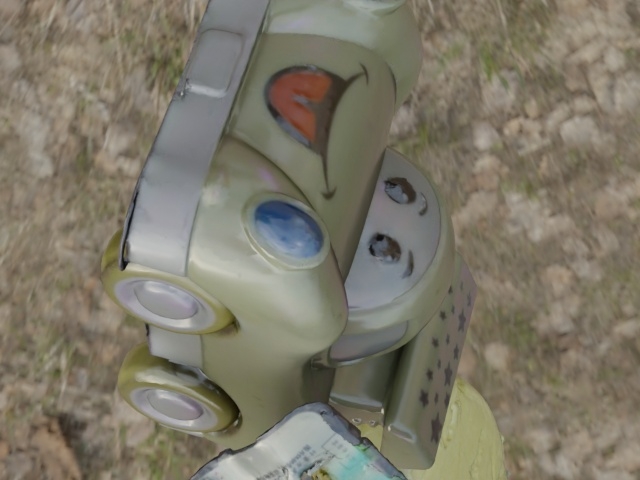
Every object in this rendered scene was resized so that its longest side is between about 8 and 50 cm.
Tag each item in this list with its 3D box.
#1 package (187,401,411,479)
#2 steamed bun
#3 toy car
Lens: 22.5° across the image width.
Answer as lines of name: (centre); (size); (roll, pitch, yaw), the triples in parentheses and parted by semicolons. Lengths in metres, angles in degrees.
package: (0.001, 0.196, 1.033); (0.166, 0.040, 0.232); (-33, 130, 14)
steamed bun: (0.092, 0.260, 1.736); (0.166, 0.232, 0.273); (-3, 148, 29)
toy car: (0.000, 0.000, 1.053); (0.226, 0.242, 0.336); (16, 151, 4)
